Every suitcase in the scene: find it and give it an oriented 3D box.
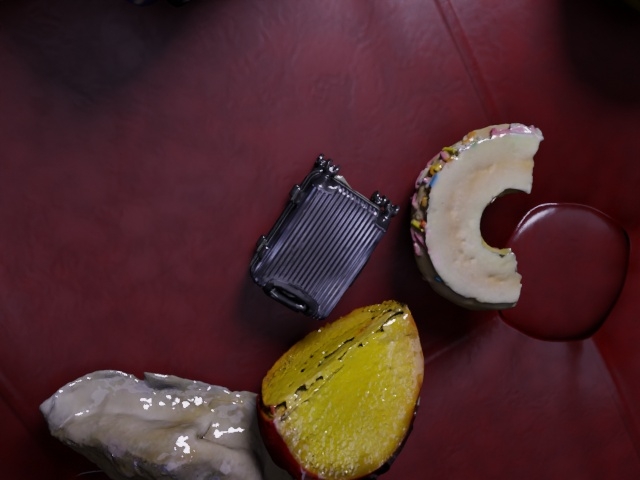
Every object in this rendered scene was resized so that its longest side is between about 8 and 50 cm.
[{"bbox_3d":[0.000,0.000,0.507,0.086,0.059,0.126,32,97,-14],"label":"suitcase"}]

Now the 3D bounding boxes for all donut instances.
[{"bbox_3d":[0.127,-0.022,0.519,0.108,0.065,0.166,4,102,-10],"label":"donut"}]

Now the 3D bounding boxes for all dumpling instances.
[{"bbox_3d":[-0.083,0.225,0.530,0.166,0.086,0.332,-39,110,3],"label":"dumpling"}]

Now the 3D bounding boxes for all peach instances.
[{"bbox_3d":[0.018,0.128,0.520,0.127,0.092,0.172,33,77,-16],"label":"peach"}]

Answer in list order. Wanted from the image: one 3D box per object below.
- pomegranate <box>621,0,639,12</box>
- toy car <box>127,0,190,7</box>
[{"bbox_3d":[0.296,-0.258,0.428,0.179,0.210,0.179,0,88,10],"label":"pomegranate"},{"bbox_3d":[-0.076,-0.273,0.365,0.172,0.158,0.235,48,68,-17],"label":"toy car"}]
